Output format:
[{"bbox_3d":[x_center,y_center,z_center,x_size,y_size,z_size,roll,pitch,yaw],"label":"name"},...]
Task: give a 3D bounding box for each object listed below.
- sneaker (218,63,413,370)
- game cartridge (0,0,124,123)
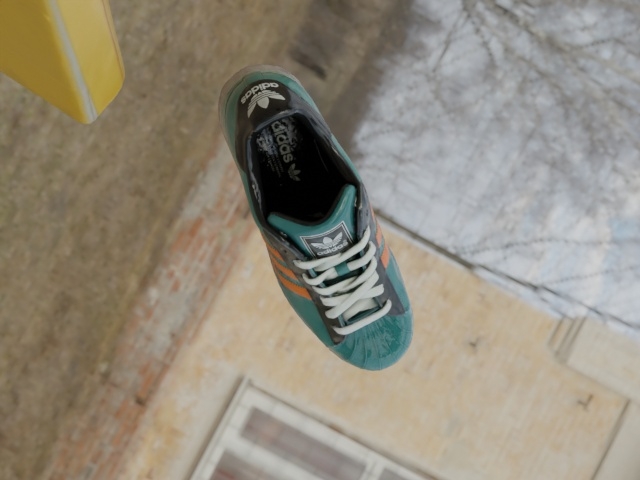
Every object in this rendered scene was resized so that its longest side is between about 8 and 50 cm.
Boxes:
[{"bbox_3d":[0.000,0.000,1.017,0.108,0.302,0.121,-27,-158,2],"label":"sneaker"},{"bbox_3d":[-0.229,-0.205,0.571,0.053,0.285,0.324,-55,174,-18],"label":"game cartridge"}]
